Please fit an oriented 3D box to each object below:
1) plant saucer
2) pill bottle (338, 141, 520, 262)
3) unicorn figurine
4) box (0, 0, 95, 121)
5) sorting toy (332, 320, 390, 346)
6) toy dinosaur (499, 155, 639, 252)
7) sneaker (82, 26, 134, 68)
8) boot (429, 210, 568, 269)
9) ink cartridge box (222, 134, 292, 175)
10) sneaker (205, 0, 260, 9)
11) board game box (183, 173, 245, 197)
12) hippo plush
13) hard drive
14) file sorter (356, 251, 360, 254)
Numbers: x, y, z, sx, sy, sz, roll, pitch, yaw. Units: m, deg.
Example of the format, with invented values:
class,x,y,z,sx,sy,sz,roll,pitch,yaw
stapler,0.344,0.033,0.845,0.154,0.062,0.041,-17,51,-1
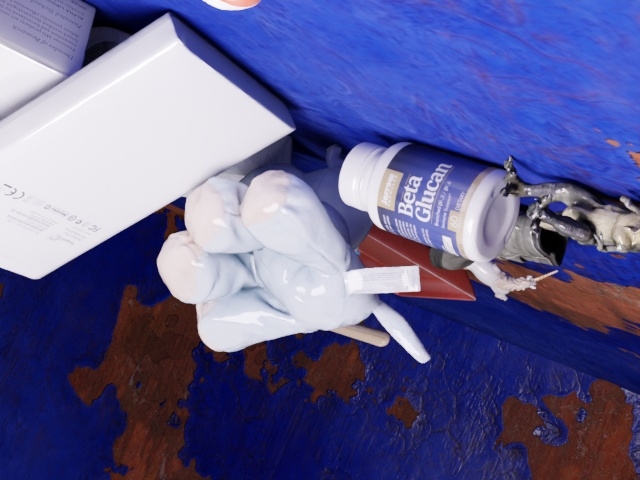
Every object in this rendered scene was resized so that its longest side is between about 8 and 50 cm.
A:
class,x,y,z,sx,sy,sz,roll,pitch,yaw
plant saucer,0.106,0.021,1.992,0.258,0.048,0.259,30,167,-23
pill bottle,0.105,-0.045,1.189,0.169,0.094,0.094,20,174,33
unicorn figurine,0.252,0.047,1.709,0.161,0.060,0.111,22,176,9
box,-0.350,-0.182,1.186,0.182,0.119,0.181,26,134,-25
sorting toy,-0.015,0.098,1.732,0.193,0.038,0.208,15,172,29
toy dinosaur,0.226,-0.026,1.070,0.118,0.064,0.268,18,-179,-23
sneaker,-0.240,-0.198,1.318,0.232,0.090,0.115,19,-166,22
boot,0.209,0.004,1.376,0.161,0.083,0.246,15,174,19
ink cartridge box,-0.207,-0.150,1.517,0.324,0.071,0.330,20,-169,35
sneaker,-0.097,-0.205,0.734,0.157,0.061,0.065,23,148,-13
board game box,-0.193,-0.109,1.697,0.193,0.053,0.305,9,-170,-32
hippo plush,-0.021,-0.024,1.341,0.294,0.237,0.234,-1,127,13
hard drive,-0.229,-0.082,1.215,0.233,0.353,0.047,31,-146,-59
file sorter,0.000,0.000,1.738,0.104,0.170,0.118,22,176,-20
